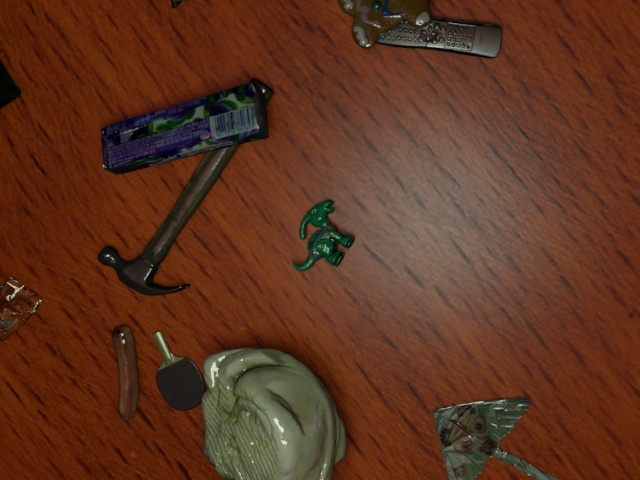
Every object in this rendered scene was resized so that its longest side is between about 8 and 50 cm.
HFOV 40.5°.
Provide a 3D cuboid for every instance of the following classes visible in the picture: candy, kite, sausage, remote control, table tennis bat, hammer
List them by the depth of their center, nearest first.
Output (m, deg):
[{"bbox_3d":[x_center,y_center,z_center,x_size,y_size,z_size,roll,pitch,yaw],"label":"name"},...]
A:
[{"bbox_3d":[0.195,-0.344,1.449,0.212,0.028,0.059,10,100,10],"label":"remote control"},{"bbox_3d":[-0.235,-0.188,1.492,0.312,0.061,0.088,-11,77,21],"label":"candy"},{"bbox_3d":[0.301,0.365,1.504,0.250,0.012,0.229,31,103,6],"label":"kite"},{"bbox_3d":[-0.222,-0.094,1.539,0.168,0.044,0.440,35,100,6],"label":"hammer"},{"bbox_3d":[-0.268,0.239,1.594,0.087,0.013,0.157,-24,91,12],"label":"table tennis bat"},{"bbox_3d":[-0.359,0.243,1.598,0.047,0.040,0.177,-3,96,10],"label":"sausage"}]

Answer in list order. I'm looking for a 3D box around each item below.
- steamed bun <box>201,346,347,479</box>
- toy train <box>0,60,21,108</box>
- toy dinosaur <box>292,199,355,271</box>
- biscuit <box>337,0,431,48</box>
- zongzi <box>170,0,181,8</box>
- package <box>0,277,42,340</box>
[{"bbox_3d":[-0.058,0.314,1.462,0.268,0.207,0.280,29,125,44],"label":"steamed bun"},{"bbox_3d":[-0.703,-0.266,1.566,0.330,0.138,0.178,-32,93,12],"label":"toy train"},{"bbox_3d":[0.000,0.000,1.507,0.096,0.059,0.132,36,92,14],"label":"toy dinosaur"},{"bbox_3d":[0.134,-0.411,1.438,0.204,0.031,0.138,-21,77,4],"label":"biscuit"},{"bbox_3d":[-0.245,-0.437,1.513,0.067,0.073,0.083,38,61,5],"label":"zongzi"},{"bbox_3d":[-0.585,0.131,1.631,0.077,0.033,0.111,41,96,14],"label":"package"}]
